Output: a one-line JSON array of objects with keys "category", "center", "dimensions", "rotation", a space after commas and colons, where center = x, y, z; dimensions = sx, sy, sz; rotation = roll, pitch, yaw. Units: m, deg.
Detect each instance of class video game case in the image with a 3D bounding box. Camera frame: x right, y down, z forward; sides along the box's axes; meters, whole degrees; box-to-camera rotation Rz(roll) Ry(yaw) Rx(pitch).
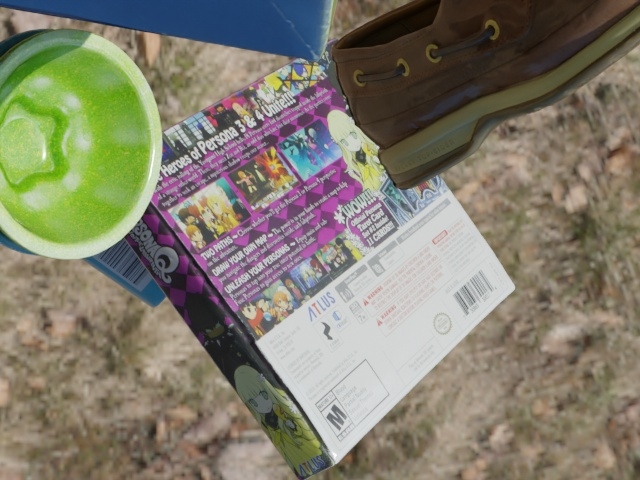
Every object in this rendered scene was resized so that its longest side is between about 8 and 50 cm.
[{"category": "video game case", "center": [0.000, 0.000, 0.826], "dimensions": [0.042, 0.232, 0.210], "rotation": [-35, 92, 42]}]

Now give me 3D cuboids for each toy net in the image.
[{"category": "toy net", "center": [-0.142, 0.009, 0.352], "dimensions": [0.045, 0.232, 0.122], "rotation": [8, 140, 42]}]

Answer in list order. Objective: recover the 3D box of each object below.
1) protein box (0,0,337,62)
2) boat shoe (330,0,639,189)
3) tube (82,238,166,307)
[{"category": "protein box", "center": [-0.077, -0.168, 0.284], "dimensions": [0.201, 0.136, 0.199], "rotation": [10, 140, 1]}, {"category": "boat shoe", "center": [0.064, -0.075, 0.421], "dimensions": [0.060, 0.064, 0.178], "rotation": [51, 140, -6]}, {"category": "tube", "center": [-0.170, -0.039, 0.848], "dimensions": [0.207, 0.052, 0.080], "rotation": [39, 77, -11]}]
